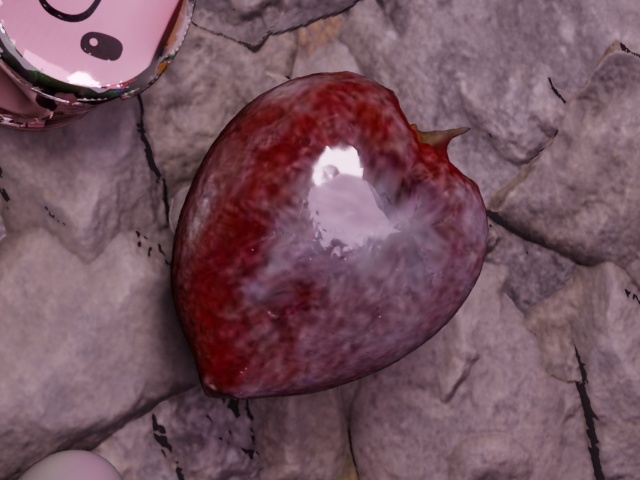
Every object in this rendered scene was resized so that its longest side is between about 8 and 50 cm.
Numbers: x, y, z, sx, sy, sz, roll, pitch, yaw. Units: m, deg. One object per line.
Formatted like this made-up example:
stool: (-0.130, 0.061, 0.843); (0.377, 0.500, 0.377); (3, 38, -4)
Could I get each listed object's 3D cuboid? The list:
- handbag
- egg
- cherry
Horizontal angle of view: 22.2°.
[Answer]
handbag: (-0.196, -0.188, 1.249); (0.179, 0.116, 0.205); (23, 77, -22)
egg: (-0.196, 0.224, 1.231); (0.103, 0.103, 0.135); (22, 76, -21)
cherry: (0.000, 0.000, 1.277); (0.230, 0.203, 0.300); (44, 79, -23)
